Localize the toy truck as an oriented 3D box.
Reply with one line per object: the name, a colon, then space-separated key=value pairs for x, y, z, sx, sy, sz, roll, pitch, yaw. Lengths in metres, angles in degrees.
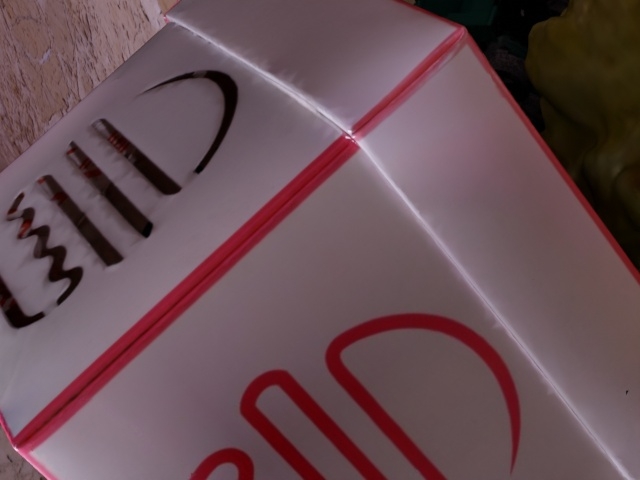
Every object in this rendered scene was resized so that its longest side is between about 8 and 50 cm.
toy truck: x=0.114 y=-0.107 z=1.083 sx=0.116 sy=0.110 sz=0.216 roll=5 pitch=148 yaw=25

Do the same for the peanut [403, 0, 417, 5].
peanut: x=0.098 y=-0.235 z=1.085 sx=0.123 sy=0.124 sz=0.256 roll=56 pitch=156 yaw=22

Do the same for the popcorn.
popcorn: x=0.243 y=-0.059 z=0.888 sx=0.286 sy=0.174 sz=0.225 roll=52 pitch=146 yaw=30

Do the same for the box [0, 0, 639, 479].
box: x=-0.009 y=0.049 z=0.940 sx=0.312 sy=0.300 sz=0.314 roll=49 pitch=175 yaw=-29
